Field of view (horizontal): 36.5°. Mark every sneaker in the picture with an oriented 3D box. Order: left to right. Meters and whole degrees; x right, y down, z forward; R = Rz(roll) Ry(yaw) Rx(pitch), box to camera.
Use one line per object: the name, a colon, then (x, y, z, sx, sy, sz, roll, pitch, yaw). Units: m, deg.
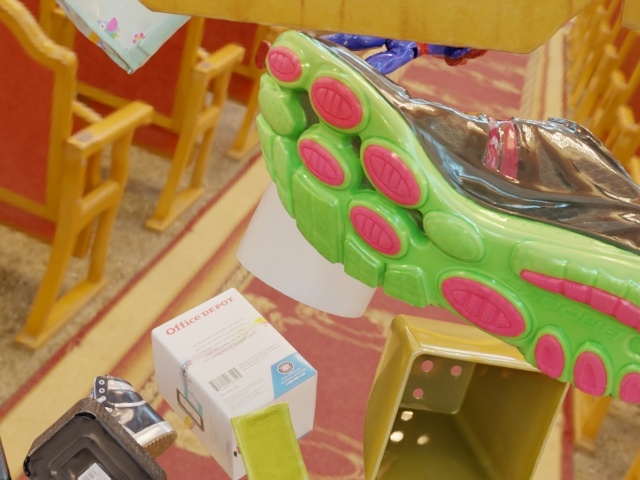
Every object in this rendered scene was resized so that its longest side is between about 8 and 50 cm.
sneaker: (-0.372, 0.309, 1.558, 0.153, 0.099, 0.282, 47, 27, 20)
sneaker: (0.146, -0.036, 0.899, 0.483, 0.185, 0.202, 35, 40, 10)

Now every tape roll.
tape roll: (0.000, 0.000, 1.635, 0.246, 0.169, 0.246, 26, 10, -5)

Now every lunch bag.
lunch bag: (-0.262, -0.376, 1.415, 0.262, 0.223, 0.160, 42, -7, 33)

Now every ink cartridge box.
ink cartridge box: (-0.168, 0.272, 1.874, 0.198, 0.197, 0.270, -28, 53, -28)

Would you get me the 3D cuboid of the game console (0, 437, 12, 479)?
game console: (-0.637, 0.289, 1.373, 0.342, 0.060, 0.386, -6, 26, -25)

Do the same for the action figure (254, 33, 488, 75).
action figure: (0.087, -0.212, 1.006, 0.280, 0.091, 0.139, -20, -2, -23)

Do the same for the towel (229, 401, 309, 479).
towel: (-0.039, 0.317, 1.172, 0.102, 0.021, 0.237, -6, 75, -55)

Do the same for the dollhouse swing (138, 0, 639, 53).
dollhouse swing: (0.047, -0.320, 0.549, 0.347, 0.315, 0.305, 9, 34, 12)

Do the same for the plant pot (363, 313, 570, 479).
plant pot: (0.166, 0.207, 1.276, 0.212, 0.212, 0.187, 10, 20, -15)

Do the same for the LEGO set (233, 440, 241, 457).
LEGO set: (-0.099, 0.297, 1.403, 0.054, 0.023, 0.083, -12, 11, 34)

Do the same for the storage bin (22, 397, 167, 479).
storage bin: (-0.310, 0.324, 1.352, 0.180, 0.122, 0.084, 49, -4, -10)
